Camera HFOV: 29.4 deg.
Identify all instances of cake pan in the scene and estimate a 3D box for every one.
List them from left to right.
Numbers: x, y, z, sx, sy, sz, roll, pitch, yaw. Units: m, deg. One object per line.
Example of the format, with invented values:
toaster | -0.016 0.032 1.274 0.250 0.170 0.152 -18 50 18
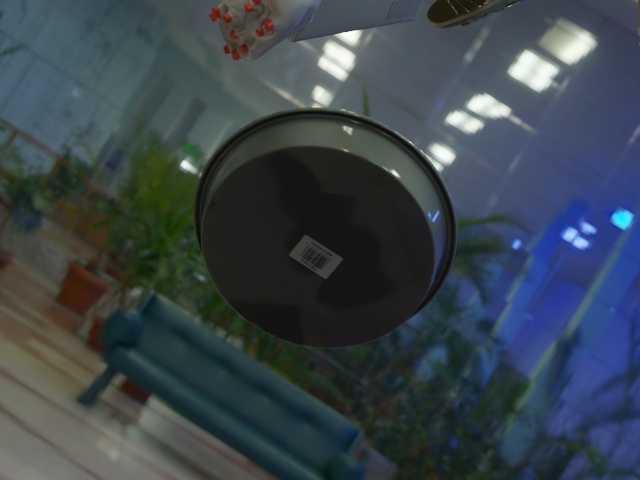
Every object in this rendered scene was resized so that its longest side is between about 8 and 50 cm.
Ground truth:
cake pan | 0.000 0.000 1.314 0.293 0.293 0.054 33 31 -10

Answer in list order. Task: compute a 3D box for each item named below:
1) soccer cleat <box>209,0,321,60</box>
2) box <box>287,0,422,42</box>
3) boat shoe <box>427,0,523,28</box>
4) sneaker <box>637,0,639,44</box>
soccer cleat | -0.048 -0.215 1.159 0.068 0.076 0.196 67 -19 -10
box | 0.038 -0.361 1.716 0.094 0.113 0.275 41 36 26
boat shoe | 0.216 -0.318 1.641 0.056 0.153 0.048 52 -14 38
sneaker | 0.392 -0.251 1.312 0.083 0.084 0.215 -12 -84 53
